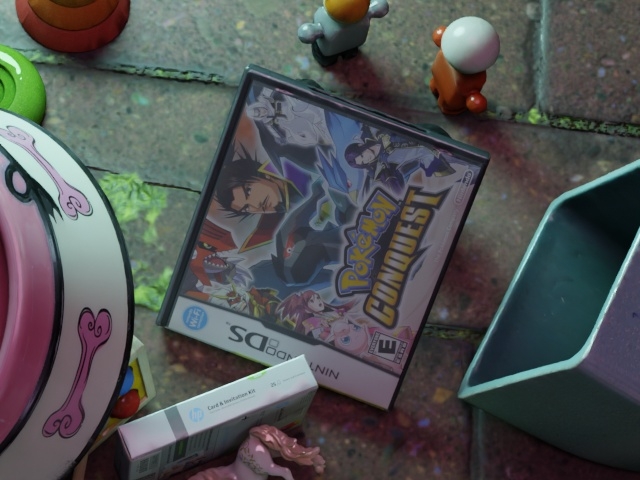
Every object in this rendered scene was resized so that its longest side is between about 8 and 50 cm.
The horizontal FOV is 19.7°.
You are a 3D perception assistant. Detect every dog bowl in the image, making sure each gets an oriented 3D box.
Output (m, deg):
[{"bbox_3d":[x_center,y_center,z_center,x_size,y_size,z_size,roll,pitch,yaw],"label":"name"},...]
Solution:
[{"bbox_3d":[-0.381,0.062,1.636,0.408,0.150,0.408,-3,81,18],"label":"dog bowl"}]

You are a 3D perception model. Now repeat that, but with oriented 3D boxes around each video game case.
[{"bbox_3d":[0.000,0.000,1.779,0.248,0.035,0.275,21,105,1],"label":"video game case"}]

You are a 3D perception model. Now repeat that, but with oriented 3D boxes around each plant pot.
[{"bbox_3d":[0.330,0.099,1.765,0.252,0.247,0.248,34,67,-13],"label":"plant pot"}]

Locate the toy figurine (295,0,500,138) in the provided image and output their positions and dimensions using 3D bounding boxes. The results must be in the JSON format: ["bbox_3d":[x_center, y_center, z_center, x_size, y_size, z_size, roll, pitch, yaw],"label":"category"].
[{"bbox_3d":[0.061,-0.150,1.865,0.209,0.148,0.213,25,68,2],"label":"toy figurine"}]

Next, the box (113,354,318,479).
[{"bbox_3d":[-0.100,0.174,1.722,0.186,0.145,0.038,-20,74,-14],"label":"box"}]

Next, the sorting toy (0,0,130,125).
[{"bbox_3d":[-0.324,-0.182,1.840,0.127,0.126,0.365,35,68,6],"label":"sorting toy"}]

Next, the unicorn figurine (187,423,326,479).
[{"bbox_3d":[-0.066,0.229,1.735,0.111,0.162,0.060,25,26,-3],"label":"unicorn figurine"}]

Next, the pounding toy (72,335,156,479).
[{"bbox_3d":[-0.223,0.159,1.730,0.100,0.130,0.141,40,69,21],"label":"pounding toy"}]
